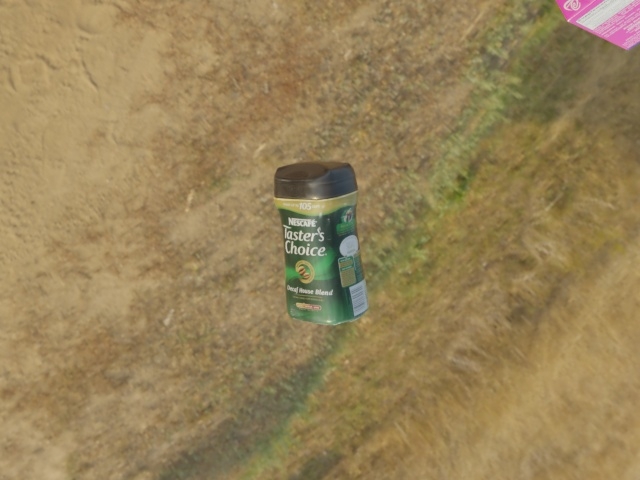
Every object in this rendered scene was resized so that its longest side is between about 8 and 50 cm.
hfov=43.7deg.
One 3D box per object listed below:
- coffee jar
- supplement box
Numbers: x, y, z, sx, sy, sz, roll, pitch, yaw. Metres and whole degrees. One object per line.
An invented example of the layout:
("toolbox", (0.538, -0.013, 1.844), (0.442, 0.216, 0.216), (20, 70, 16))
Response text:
("coffee jar", (0.000, 0.000, 0.925), (0.079, 0.096, 0.184), (-21, 109, -48))
("supplement box", (0.416, -0.363, 1.126), (0.114, 0.111, 0.220), (-34, 157, 35))
